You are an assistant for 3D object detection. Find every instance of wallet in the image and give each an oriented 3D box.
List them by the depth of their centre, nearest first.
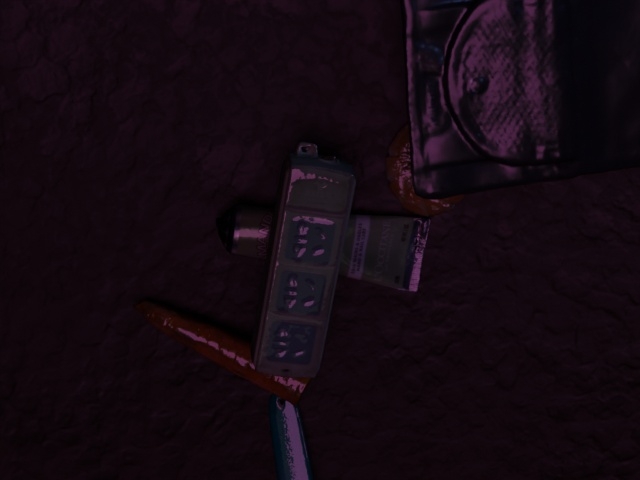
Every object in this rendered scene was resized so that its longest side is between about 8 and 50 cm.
[{"bbox_3d":[0.244,-0.178,1.419,0.323,0.041,0.247,-9,111,-8],"label":"wallet"}]

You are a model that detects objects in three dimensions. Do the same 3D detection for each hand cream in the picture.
[{"bbox_3d":[0.000,0.000,1.514,0.235,0.055,0.086,9,106,-3],"label":"hand cream"}]

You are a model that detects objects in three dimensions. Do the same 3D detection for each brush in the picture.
[{"bbox_3d":[-0.031,0.267,1.625,0.043,0.032,0.193,-8,97,11],"label":"brush"}]

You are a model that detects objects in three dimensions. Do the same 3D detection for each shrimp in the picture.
[{"bbox_3d":[0.138,-0.108,1.478,0.099,0.041,0.180,35,110,6],"label":"shrimp"}]

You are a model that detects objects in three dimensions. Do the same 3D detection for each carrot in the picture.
[{"bbox_3d":[-0.112,0.119,1.563,0.224,0.057,0.057,26,109,-3],"label":"carrot"}]

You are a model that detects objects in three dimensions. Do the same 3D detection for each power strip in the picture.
[{"bbox_3d":[-0.021,0.031,1.473,0.078,0.052,0.272,8,108,-10],"label":"power strip"}]
